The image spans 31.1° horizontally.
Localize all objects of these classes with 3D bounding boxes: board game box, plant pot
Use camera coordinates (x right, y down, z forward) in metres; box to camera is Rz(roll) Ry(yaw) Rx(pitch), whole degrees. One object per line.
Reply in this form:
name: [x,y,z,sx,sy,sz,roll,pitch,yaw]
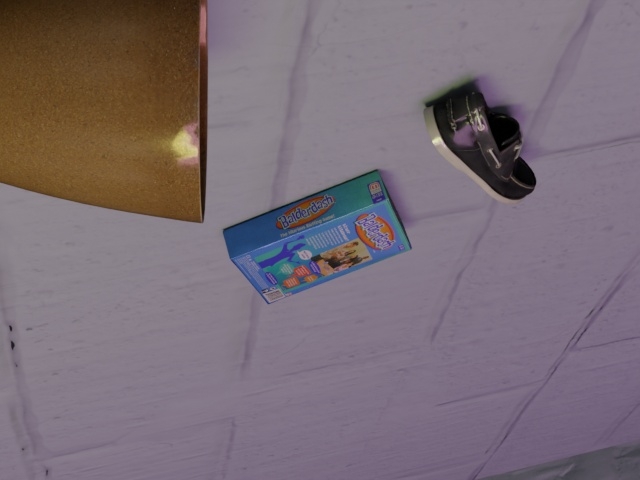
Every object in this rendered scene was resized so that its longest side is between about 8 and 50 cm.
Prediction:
board game box: [0.000,0.000,1.476,0.210,0.047,0.160,-20,152,6]
plant pot: [-0.220,-0.131,0.943,0.254,0.237,0.237,0,151,-4]

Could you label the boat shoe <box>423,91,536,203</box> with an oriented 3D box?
boat shoe: [0.210,-0.107,1.365,0.079,0.084,0.233,-29,148,22]
